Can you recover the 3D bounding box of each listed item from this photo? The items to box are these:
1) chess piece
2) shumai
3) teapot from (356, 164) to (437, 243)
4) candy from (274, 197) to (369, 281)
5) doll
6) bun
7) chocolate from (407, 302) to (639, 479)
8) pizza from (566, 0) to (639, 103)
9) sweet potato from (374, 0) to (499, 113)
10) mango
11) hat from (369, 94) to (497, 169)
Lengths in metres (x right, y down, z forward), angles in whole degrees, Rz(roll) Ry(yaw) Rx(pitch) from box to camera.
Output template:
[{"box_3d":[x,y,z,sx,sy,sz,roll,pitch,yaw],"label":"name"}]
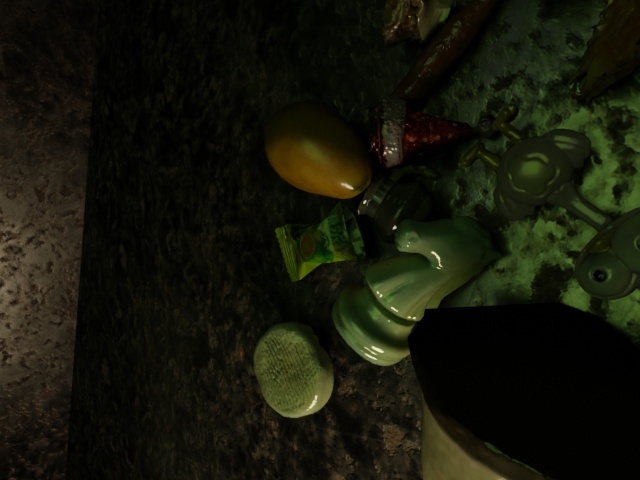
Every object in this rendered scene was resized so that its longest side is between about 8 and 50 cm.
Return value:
[{"box_3d":[0.164,0.070,0.735,0.176,0.175,0.298,51,119,28],"label":"chess piece"},{"box_3d":[0.181,-0.422,0.754,0.116,0.145,0.146,17,102,20],"label":"shumai"},{"box_3d":[0.149,-0.076,0.777,0.119,0.130,0.166,34,79,12],"label":"teapot"},{"box_3d":[0.000,0.000,0.940,0.246,0.069,0.149,-20,83,34],"label":"candy"},{"box_3d":[0.376,-0.045,0.603,0.365,0.094,0.160,54,125,27],"label":"doll"},{"box_3d":[-0.057,0.300,0.968,0.221,0.108,0.221,-5,82,34],"label":"bun"},{"box_3d":[0.275,0.283,0.565,0.326,0.314,0.297,-108,20,-60],"label":"chocolate"},{"box_3d":[0.431,-0.316,0.528,0.189,0.071,0.297,-98,25,-61],"label":"pizza"},{"box_3d":[0.220,-0.339,0.745,0.314,0.066,0.072,-47,26,31],"label":"sweet potato"},{"box_3d":[-0.003,-0.173,0.810,0.173,0.211,0.317,-55,24,9],"label":"mango"},{"box_3d":[0.197,-0.197,0.746,0.227,0.140,0.129,1,103,13],"label":"hat"}]
